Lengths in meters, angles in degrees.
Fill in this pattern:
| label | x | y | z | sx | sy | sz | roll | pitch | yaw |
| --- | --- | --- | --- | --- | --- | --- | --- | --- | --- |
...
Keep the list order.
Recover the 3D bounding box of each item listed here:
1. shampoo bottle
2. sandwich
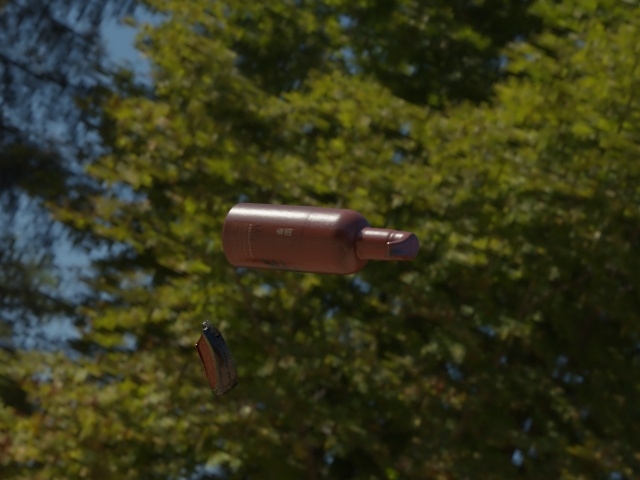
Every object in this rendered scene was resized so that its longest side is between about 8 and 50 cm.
| label | x | y | z | sx | sy | sz | roll | pitch | yaw |
| --- | --- | --- | --- | --- | --- | --- | --- | --- | --- |
| shampoo bottle | 0.001 | 0.000 | 1.626 | 0.244 | 0.085 | 0.085 | 4 | -28 | 32 |
| sandwich | -0.129 | 0.145 | 1.693 | 0.069 | 0.026 | 0.101 | 2 | -67 | 66 |
